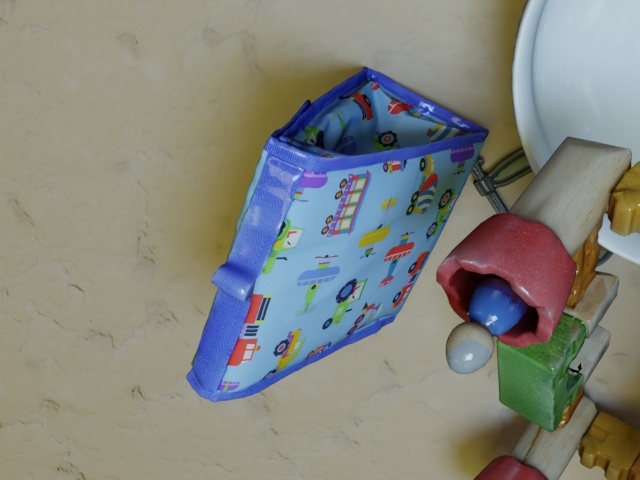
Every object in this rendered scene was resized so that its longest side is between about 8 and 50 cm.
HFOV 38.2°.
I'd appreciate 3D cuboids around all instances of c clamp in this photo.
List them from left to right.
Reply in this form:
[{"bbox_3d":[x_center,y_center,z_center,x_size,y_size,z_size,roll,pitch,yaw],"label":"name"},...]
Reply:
[{"bbox_3d":[0.198,-0.024,0.879,0.137,0.022,0.161,-37,100,19],"label":"c clamp"}]

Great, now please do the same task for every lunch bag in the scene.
[{"bbox_3d":[0.000,0.000,0.768,0.138,0.293,0.221,30,117,14],"label":"lunch bag"}]

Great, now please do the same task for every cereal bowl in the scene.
[{"bbox_3d":[0.324,-0.144,0.728,0.338,0.141,0.339,5,114,11],"label":"cereal bowl"}]

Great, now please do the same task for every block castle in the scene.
[{"bbox_3d":[0.253,0.166,0.704,0.303,0.213,0.453,27,152,28],"label":"block castle"}]
